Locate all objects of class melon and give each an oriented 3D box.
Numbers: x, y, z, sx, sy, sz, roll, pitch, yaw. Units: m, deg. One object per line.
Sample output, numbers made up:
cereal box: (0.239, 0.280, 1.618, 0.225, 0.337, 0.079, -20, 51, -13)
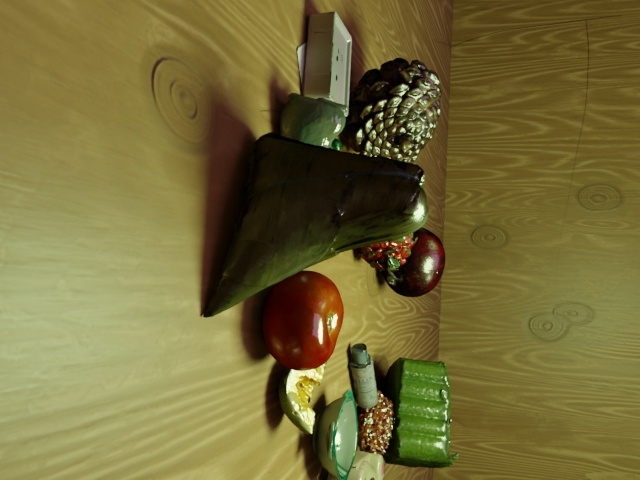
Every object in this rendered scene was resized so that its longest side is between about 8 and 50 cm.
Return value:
melon: (-0.051, 0.305, 1.330, 0.128, 0.079, 0.160, 48, 45, -39)

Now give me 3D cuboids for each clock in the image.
clock: (0.019, -0.392, 1.456, 0.150, 0.063, 0.197, 23, 70, -71)
clock: (0.081, 0.724, 1.696, 0.284, 0.114, 0.309, 24, 70, -72)

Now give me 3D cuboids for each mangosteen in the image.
mangosteen: (0.268, 0.067, 2.102, 0.262, 0.235, 0.235, 2, 90, -28)

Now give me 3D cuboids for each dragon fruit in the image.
dragon fruit: (0.186, -0.009, 1.856, 0.188, 0.182, 0.182, -70, 161, 2)

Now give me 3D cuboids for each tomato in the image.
tomato: (-0.037, 0.152, 1.245, 0.195, 0.136, 0.195, 3, 90, -69)

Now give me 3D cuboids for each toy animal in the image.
toy animal: (-0.034, -0.161, 1.301, 0.125, 0.127, 0.251, -29, 134, -82)

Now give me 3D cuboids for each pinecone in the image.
pinecone: (0.190, -0.337, 1.707, 0.295, 0.242, 0.298, -67, 173, -51)

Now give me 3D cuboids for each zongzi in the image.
zongzi: (0.000, 0.000, 1.074, 0.160, 0.323, 0.360, 80, 24, -54)

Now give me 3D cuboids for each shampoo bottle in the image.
shampoo bottle: (0.122, 0.387, 1.858, 0.072, 0.072, 0.214, -63, 149, -52)

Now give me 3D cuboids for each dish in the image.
dish: (0.026, 0.468, 1.557, 0.246, 0.078, 0.224, 39, 55, -68)

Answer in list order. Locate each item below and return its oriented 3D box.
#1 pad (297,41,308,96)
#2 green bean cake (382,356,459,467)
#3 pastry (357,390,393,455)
pad: (-0.014, -0.335, 1.474, 0.156, 0.004, 0.231, -57, 144, -58)
green bean cake: (0.316, 0.560, 2.093, 0.335, 0.218, 0.319, 109, -12, -67)
pastry: (0.159, 0.546, 1.925, 0.208, 0.115, 0.097, -77, 179, -46)
